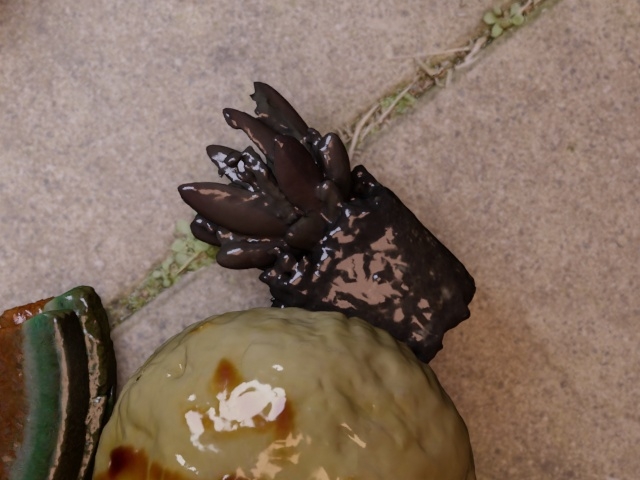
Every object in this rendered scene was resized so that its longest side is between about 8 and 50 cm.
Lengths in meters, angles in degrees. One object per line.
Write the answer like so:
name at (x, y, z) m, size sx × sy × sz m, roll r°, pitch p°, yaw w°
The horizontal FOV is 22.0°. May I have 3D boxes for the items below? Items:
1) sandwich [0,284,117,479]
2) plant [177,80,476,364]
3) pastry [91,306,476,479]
sandwich at (-0.314, 0.174, 1.682) m, size 0.212 × 0.109 × 0.292 m, roll 29°, pitch 94°, yaw 11°
plant at (0.000, 0.000, 1.662) m, size 0.321 × 0.194 × 0.181 m, roll 39°, pitch 86°, yaw -7°
pastry at (-0.039, 0.256, 1.560) m, size 0.389 × 0.312 × 0.388 m, roll 8°, pitch 128°, yaw 11°
